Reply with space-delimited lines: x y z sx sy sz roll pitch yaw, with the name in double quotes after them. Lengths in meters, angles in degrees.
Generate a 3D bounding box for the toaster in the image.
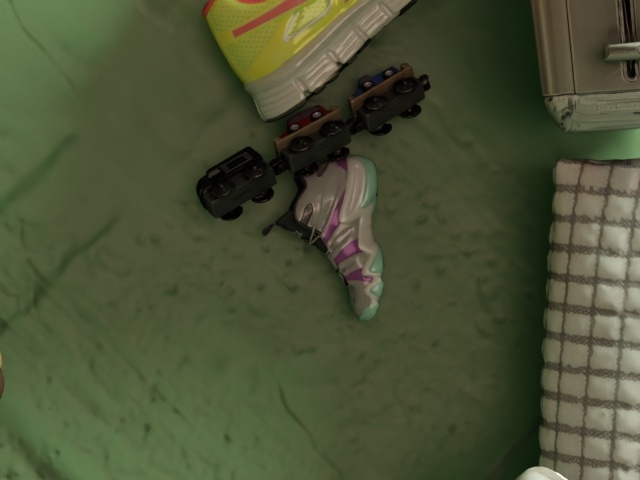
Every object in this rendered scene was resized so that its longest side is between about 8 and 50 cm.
0.193 -0.137 0.901 0.129 0.227 0.146 -2 94 22 "toaster"

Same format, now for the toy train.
-0.004 -0.060 0.923 0.158 0.036 0.027 -30 132 -19 "toy train"

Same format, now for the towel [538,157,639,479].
0.270 0.070 0.912 0.283 0.121 0.235 3 87 11 "towel"

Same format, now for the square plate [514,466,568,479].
0.152 0.347 0.890 0.344 0.049 0.347 34 105 -9 "square plate"

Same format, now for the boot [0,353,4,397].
-0.237 0.187 0.857 0.248 0.090 0.207 -37 120 -13 "boot"

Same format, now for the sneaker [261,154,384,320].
0.000 0.000 0.932 0.069 0.038 0.098 -3 80 -10 "sneaker"

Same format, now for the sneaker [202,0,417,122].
0.019 -0.167 0.914 0.208 0.081 0.094 -44 95 -8 "sneaker"
